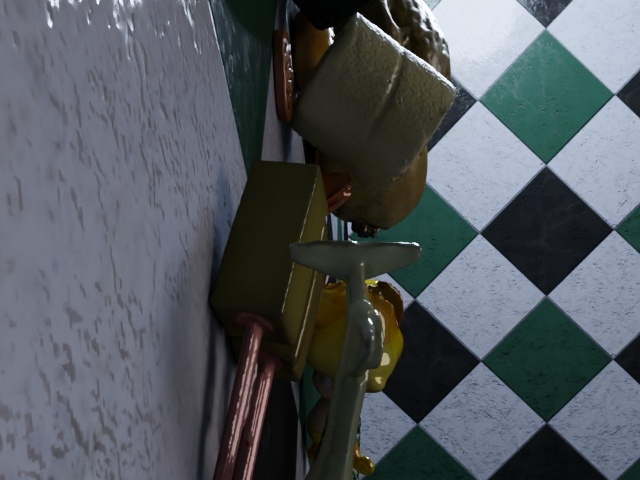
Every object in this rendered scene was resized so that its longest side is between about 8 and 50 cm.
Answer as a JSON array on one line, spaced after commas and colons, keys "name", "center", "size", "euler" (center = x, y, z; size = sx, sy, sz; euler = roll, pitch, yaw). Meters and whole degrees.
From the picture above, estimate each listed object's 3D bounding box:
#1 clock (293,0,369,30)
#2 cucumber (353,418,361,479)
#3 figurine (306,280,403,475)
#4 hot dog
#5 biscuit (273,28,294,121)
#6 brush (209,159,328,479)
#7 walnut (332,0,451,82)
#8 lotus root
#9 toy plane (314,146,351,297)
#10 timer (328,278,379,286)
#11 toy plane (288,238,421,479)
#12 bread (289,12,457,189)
[{"name": "clock", "center": [0.070, -0.354, 0.797], "size": [0.055, 0.280, 0.280], "euler": [38, 28, -21]}, {"name": "cucumber", "center": [0.030, 0.355, 1.131], "size": [0.067, 0.068, 0.293], "euler": [84, 7, -48]}, {"name": "figurine", "center": [0.030, 0.162, 0.879], "size": [0.156, 0.131, 0.246], "euler": [-129, -133, -64]}, {"name": "hot dog", "center": [-0.003, -0.218, 0.901], "size": [0.090, 0.060, 0.140], "euler": [74, 17, -57]}, {"name": "biscuit", "center": [-0.035, -0.166, 0.738], "size": [0.078, 0.015, 0.091], "euler": [-77, 165, -73]}, {"name": "brush", "center": [-0.039, 0.076, 0.423], "size": [0.103, 0.047, 0.233], "euler": [82, 18, -58]}, {"name": "walnut", "center": [0.100, -0.319, 1.255], "size": [0.283, 0.227, 0.283], "euler": [172, -90, -83]}, {"name": "lotus root", "center": [0.075, -0.141, 1.123], "size": [0.310, 0.183, 0.182], "euler": [82, 7, -54]}, {"name": "toy plane", "center": [-0.012, -0.001, 0.782], "size": [0.135, 0.062, 0.188], "euler": [78, 25, -69]}, {"name": "timer", "center": [0.073, 0.123, 1.484], "size": [0.107, 0.109, 0.107], "euler": [-1, 90, -86]}, {"name": "toy plane", "center": [0.002, 0.138, 0.377], "size": [0.108, 0.092, 0.286], "euler": [-103, -161, -59]}, {"name": "bread", "center": [0.049, -0.145, 0.794], "size": [0.134, 0.141, 0.148], "euler": [-58, -173, -26]}]
